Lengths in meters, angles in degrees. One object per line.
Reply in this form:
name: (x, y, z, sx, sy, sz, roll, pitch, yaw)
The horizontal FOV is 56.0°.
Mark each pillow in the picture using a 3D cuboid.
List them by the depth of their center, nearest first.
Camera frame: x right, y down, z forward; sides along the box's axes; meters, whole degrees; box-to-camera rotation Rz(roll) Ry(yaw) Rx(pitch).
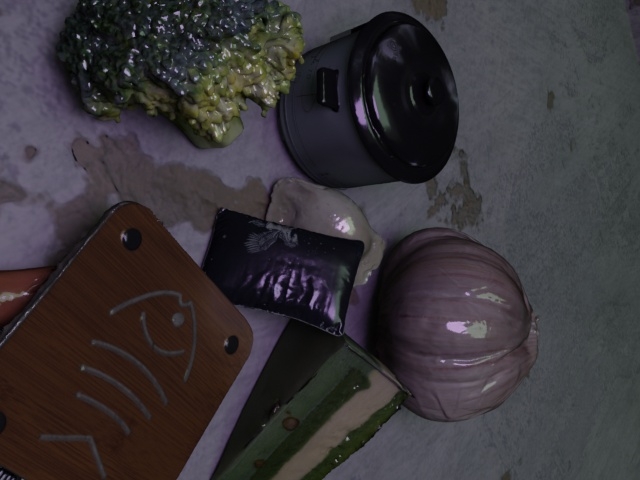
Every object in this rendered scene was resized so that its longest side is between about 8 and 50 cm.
pillow: (-0.054, 0.038, 0.810, 0.208, 0.055, 0.141, 15, 70, 0)

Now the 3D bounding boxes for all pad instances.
pad: (-0.207, 0.142, 0.662, 0.284, 0.018, 0.286, -60, 136, -29)

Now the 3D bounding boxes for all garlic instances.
garlic: (0.220, 0.136, 0.977, 0.317, 0.259, 0.318, 7, 90, -79)

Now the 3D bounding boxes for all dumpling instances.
dumpling: (-0.002, -0.001, 0.898, 0.155, 0.181, 0.111, -60, 166, 2)

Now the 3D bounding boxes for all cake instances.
cake: (-0.035, 0.248, 0.884, 0.283, 0.172, 0.158, -46, 116, 3)

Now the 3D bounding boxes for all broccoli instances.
broccoli: (-0.151, -0.215, 0.719, 0.263, 0.247, 0.243, -24, 146, -3)

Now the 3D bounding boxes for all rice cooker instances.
rice cooker: (0.082, -0.198, 0.892, 0.280, 0.227, 0.241, 4, 85, -42)

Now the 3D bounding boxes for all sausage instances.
sausage: (-0.291, 0.053, 0.638, 0.304, 0.078, 0.078, -3, 90, -43)

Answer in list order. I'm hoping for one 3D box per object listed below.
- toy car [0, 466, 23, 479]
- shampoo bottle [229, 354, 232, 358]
toy car: (-0.316, 0.215, 0.608, 0.080, 0.070, 0.171, 49, 56, -30)
shampoo bottle: (-0.156, 0.120, 0.780, 0.099, 0.043, 0.072, 42, 61, -34)
